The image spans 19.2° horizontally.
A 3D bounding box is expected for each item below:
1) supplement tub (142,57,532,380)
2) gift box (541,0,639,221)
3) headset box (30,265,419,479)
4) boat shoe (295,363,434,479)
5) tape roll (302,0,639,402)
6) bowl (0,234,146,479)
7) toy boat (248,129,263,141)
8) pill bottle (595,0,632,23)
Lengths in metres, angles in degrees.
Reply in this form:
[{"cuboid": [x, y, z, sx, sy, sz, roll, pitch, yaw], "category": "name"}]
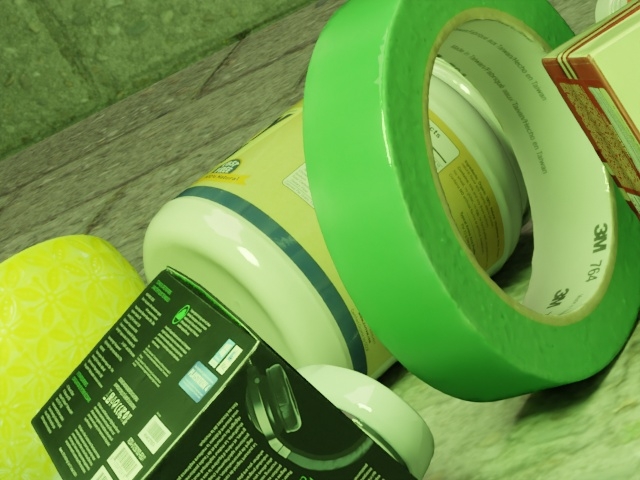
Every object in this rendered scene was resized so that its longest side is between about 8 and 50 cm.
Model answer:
[{"cuboid": [0.029, -0.014, 1.624, 0.316, 0.228, 0.228, -40, 18, -28], "category": "supplement tub"}, {"cuboid": [0.333, -0.093, 1.275, 0.258, 0.255, 0.276, -33, 10, 0], "category": "gift box"}, {"cuboid": [-0.003, 0.168, 1.064, 0.131, 0.283, 0.246, -49, 17, -4], "category": "headset box"}, {"cuboid": [-0.036, 0.183, 1.398, 0.119, 0.121, 0.335, -50, 12, -30], "category": "boat shoe"}, {"cuboid": [0.120, -0.045, 1.380, 0.077, 0.321, 0.321, -19, 20, 38], "category": "tape roll"}, {"cuboid": [-0.213, 0.155, 1.551, 0.289, 0.156, 0.289, -42, -24, -24], "category": "bowl"}, {"cuboid": [-0.017, -0.056, 1.852, 0.151, 0.151, 0.231, 37, 99, 34], "category": "toy boat"}, {"cuboid": [0.368, -0.236, 1.890, 0.108, 0.108, 0.193, -41, 18, -30], "category": "pill bottle"}]
